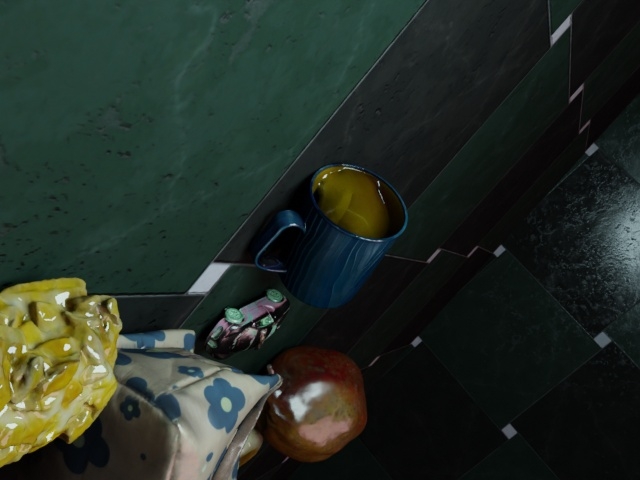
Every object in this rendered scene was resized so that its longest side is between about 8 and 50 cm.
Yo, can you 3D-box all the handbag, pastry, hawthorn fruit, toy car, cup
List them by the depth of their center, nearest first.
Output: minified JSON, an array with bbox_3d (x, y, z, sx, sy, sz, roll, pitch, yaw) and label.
[{"bbox_3d":[-0.246,0.110,0.417,0.250,0.102,0.154,-21,147,-57],"label":"pastry"},{"bbox_3d":[-0.162,0.213,0.636,0.193,0.190,0.251,-7,117,-59],"label":"handbag"},{"bbox_3d":[0.003,-0.007,0.759,0.113,0.150,0.138,-77,-168,-45],"label":"cup"},{"bbox_3d":[-0.091,0.113,0.857,0.142,0.055,0.069,-23,148,-53],"label":"toy car"},{"bbox_3d":[-0.034,0.277,1.165,0.208,0.208,0.248,-47,136,3],"label":"hawthorn fruit"},{"bbox_3d":[-0.176,0.371,1.174,0.156,0.092,0.156,-39,158,-19],"label":"pastry"}]
